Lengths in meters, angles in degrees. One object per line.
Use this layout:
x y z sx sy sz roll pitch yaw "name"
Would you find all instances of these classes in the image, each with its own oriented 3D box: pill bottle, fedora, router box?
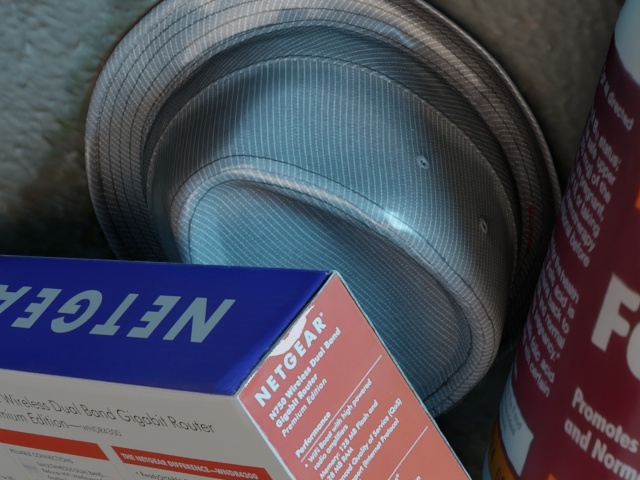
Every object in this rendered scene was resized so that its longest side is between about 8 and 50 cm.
0.227 -0.005 0.886 0.224 0.224 0.392 11 121 -2 "pill bottle"
0.000 0.000 0.966 0.244 0.124 0.275 -30 114 20 "fedora"
-0.058 0.146 0.971 0.335 0.082 0.301 2 133 46 "router box"
